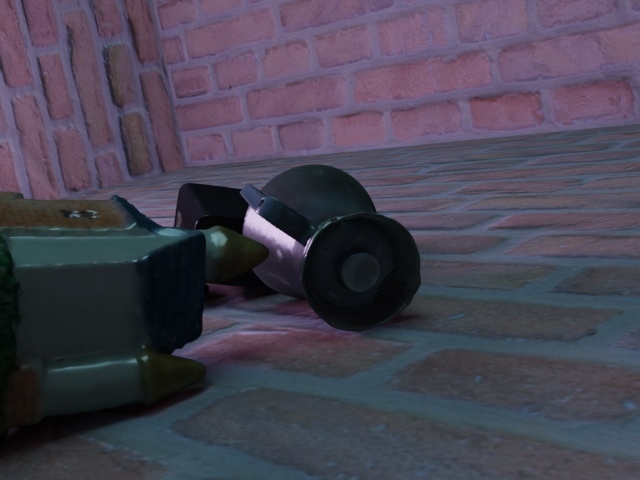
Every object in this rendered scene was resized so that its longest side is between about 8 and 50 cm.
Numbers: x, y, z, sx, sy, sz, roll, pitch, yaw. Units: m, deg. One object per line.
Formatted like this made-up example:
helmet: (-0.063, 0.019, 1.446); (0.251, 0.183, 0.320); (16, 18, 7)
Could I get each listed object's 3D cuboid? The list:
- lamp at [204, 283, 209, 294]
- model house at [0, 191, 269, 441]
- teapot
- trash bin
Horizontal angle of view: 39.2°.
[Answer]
lamp: (-0.270, 0.055, 1.155); (0.203, 0.124, 0.283); (-5, -21, 7)
model house: (-0.207, 0.062, 0.914); (0.325, 0.194, 0.267); (-5, 17, -20)
teapot: (0.000, 0.000, 1.029); (0.203, 0.171, 0.225); (33, 2, -21)
trash bin: (-0.119, -0.003, 1.285); (0.165, 0.115, 0.225); (7, 10, -14)
